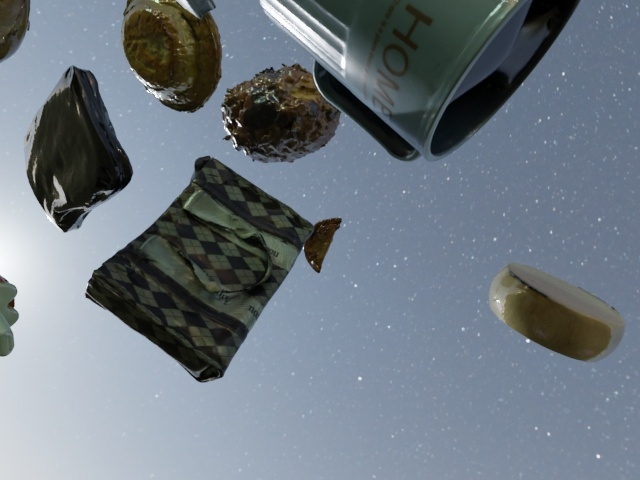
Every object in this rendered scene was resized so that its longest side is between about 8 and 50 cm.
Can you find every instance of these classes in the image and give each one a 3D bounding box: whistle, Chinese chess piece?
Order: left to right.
[{"bbox_3d":[-0.477,0.082,0.590,0.253,0.106,0.101,21,-38,32],"label":"whistle"},{"bbox_3d":[0.471,0.141,0.891,0.251,0.251,0.097,23,-73,7],"label":"Chinese chess piece"}]

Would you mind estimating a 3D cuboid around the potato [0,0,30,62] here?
[{"bbox_3d":[-0.477,-0.306,0.607,0.138,0.243,0.098,48,-17,-10],"label":"potato"}]

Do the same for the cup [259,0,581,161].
[{"bbox_3d":[0.113,-0.290,0.564,0.257,0.331,0.311,-46,-106,6],"label":"cup"}]

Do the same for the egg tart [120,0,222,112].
[{"bbox_3d":[-0.526,-0.642,1.471,0.443,0.178,0.443,15,-58,25],"label":"egg tart"}]

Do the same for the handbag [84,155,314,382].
[{"bbox_3d":[-0.235,0.034,0.920,0.317,0.416,0.180,40,-40,-10],"label":"handbag"}]

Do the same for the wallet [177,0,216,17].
[{"bbox_3d":[-0.347,-0.596,0.849,0.252,0.360,0.083,44,-86,8],"label":"wallet"}]

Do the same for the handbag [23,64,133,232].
[{"bbox_3d":[-0.421,-0.135,0.740,0.332,0.075,0.191,-20,-86,44],"label":"handbag"}]

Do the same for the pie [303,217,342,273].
[{"bbox_3d":[-0.003,0.001,1.389,0.088,0.033,0.191,25,-79,10],"label":"pie"}]

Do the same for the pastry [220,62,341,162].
[{"bbox_3d":[-0.143,-0.404,1.436,0.405,0.337,0.292,-8,-86,59],"label":"pastry"}]
